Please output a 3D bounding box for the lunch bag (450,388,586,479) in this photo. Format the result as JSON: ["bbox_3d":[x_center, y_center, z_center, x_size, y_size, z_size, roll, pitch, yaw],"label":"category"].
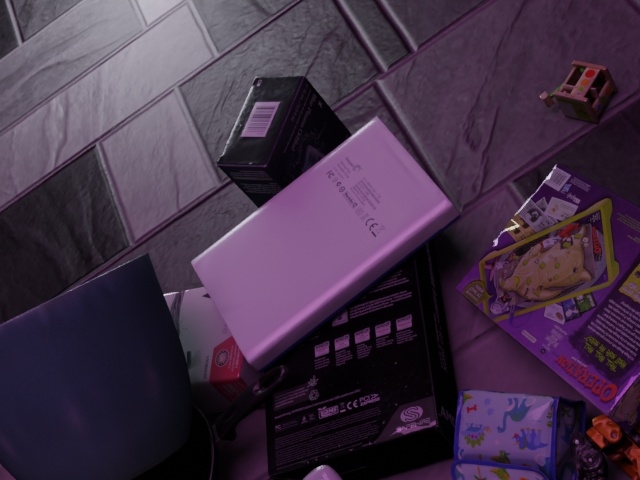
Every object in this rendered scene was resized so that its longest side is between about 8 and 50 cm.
[{"bbox_3d":[0.219,0.246,1.396,0.128,0.096,0.151,1,82,37],"label":"lunch bag"}]

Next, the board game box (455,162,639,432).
[{"bbox_3d":[0.307,0.051,1.422,0.208,0.056,0.347,-48,30,1],"label":"board game box"}]

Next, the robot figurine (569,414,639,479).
[{"bbox_3d":[0.395,0.249,1.286,0.211,0.085,0.291,-42,47,0],"label":"robot figurine"}]

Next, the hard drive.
[{"bbox_3d":[0.000,0.000,1.614,0.318,0.040,0.210,-38,46,3],"label":"hard drive"}]

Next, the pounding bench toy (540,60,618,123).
[{"bbox_3d":[0.341,-0.203,1.659,0.083,0.052,0.065,20,71,40],"label":"pounding bench toy"}]

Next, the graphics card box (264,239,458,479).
[{"bbox_3d":[0.043,0.123,1.592,0.232,0.094,0.371,-21,49,19],"label":"graphics card box"}]

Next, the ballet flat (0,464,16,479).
[{"bbox_3d":[-0.422,0.433,1.558,0.139,0.139,0.400,-13,75,25],"label":"ballet flat"}]

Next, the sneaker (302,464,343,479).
[{"bbox_3d":[0.084,0.339,1.382,0.365,0.137,0.210,-27,51,18],"label":"sneaker"}]

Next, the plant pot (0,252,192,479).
[{"bbox_3d":[-0.293,0.183,1.538,0.293,0.293,0.235,-26,93,15],"label":"plant pot"}]

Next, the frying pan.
[{"bbox_3d":[-0.165,0.252,1.619,0.326,0.053,0.197,-55,44,7],"label":"frying pan"}]

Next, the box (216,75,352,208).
[{"bbox_3d":[-0.046,-0.128,1.779,0.093,0.158,0.156,4,62,35],"label":"box"}]

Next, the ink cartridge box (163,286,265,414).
[{"bbox_3d":[-0.170,0.152,1.709,0.217,0.092,0.159,-12,53,28],"label":"ink cartridge box"}]
